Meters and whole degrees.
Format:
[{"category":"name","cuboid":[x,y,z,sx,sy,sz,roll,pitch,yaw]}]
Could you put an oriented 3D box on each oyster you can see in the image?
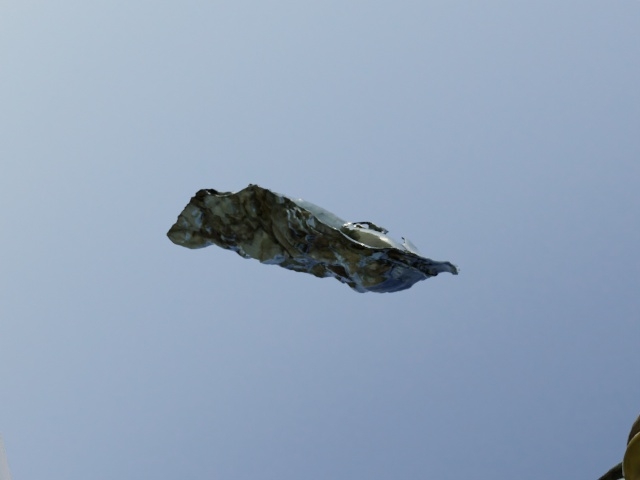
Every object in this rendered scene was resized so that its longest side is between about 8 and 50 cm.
[{"category":"oyster","cuboid":[0.001,-0.003,1.421,0.199,0.252,0.087,-148,-113,-63]}]

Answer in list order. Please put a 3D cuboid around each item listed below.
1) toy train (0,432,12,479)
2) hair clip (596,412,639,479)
[{"category":"toy train","cuboid":[-0.127,0.068,0.329,0.131,0.082,0.204,-38,-117,31]},{"category":"hair clip","cuboid":[0.136,0.148,0.654,0.321,0.091,0.138,-44,-150,17]}]
